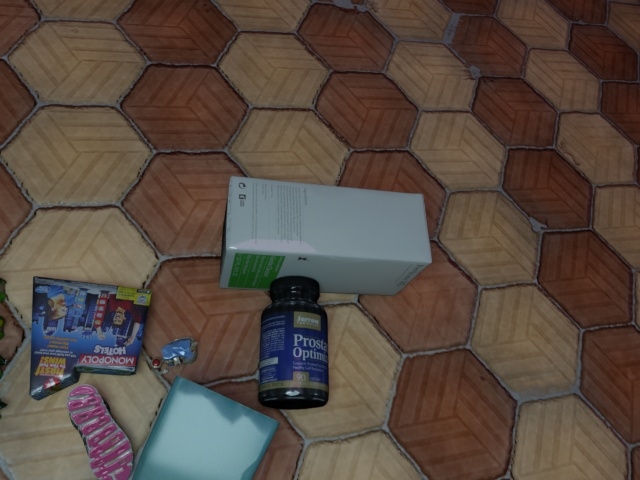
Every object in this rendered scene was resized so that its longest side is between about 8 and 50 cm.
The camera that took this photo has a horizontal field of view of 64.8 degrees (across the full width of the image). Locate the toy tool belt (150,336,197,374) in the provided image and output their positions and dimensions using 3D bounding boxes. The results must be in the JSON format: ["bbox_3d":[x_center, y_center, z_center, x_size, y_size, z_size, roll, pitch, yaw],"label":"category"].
[{"bbox_3d":[-0.254,0.197,0.874,0.083,0.051,0.052,-18,70,-22],"label":"toy tool belt"}]

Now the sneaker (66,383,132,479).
[{"bbox_3d":[-0.347,0.300,0.793,0.063,0.075,0.170,-27,96,-26],"label":"sneaker"}]

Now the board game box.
[{"bbox_3d":[-0.398,0.169,0.843,0.194,0.060,0.194,9,63,-11],"label":"board game box"}]

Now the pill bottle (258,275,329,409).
[{"bbox_3d":[-0.047,0.180,0.898,0.123,0.122,0.219,6,63,-13],"label":"pill bottle"}]

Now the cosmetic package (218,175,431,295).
[{"bbox_3d":[0.000,0.000,0.963,0.366,0.197,0.155,4,63,-12],"label":"cosmetic package"}]

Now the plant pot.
[{"bbox_3d":[-0.193,0.352,0.757,0.166,0.165,0.234,26,68,-2],"label":"plant pot"}]

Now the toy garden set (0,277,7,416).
[{"bbox_3d":[-0.519,0.135,0.740,0.049,0.203,0.244,-11,67,-5],"label":"toy garden set"}]
